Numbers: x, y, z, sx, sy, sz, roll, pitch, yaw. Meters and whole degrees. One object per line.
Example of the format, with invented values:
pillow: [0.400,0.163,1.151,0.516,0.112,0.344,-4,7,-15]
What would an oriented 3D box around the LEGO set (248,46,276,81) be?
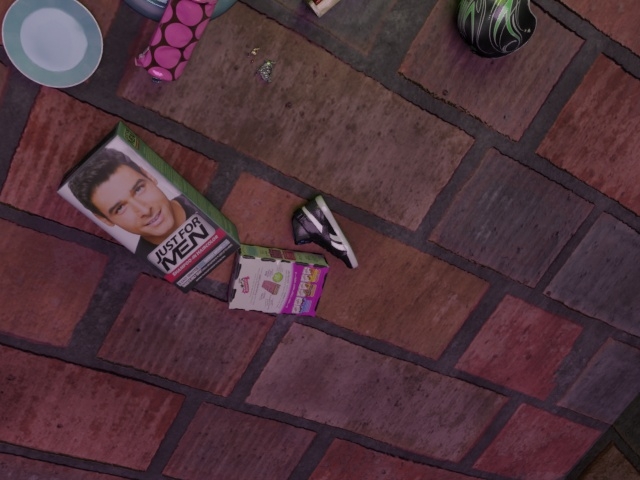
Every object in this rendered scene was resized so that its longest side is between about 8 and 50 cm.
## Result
LEGO set: [-0.127,-0.382,1.353,0.083,0.023,0.054,37,103,-28]

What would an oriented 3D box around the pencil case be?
pencil case: [-0.287,-0.416,1.219,0.098,0.095,0.209,14,131,-32]

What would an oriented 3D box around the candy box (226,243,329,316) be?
candy box: [-0.112,0.104,1.583,0.233,0.071,0.159,8,115,-19]

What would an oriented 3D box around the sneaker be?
sneaker: [0.000,0.000,1.561,0.121,0.079,0.217,-29,112,5]

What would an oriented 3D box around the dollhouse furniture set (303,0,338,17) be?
dollhouse furniture set: [0.028,-0.562,1.239,0.184,0.129,0.129,-39,119,7]

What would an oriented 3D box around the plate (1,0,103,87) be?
plate: [-0.536,-0.403,1.237,0.188,0.024,0.188,-6,118,-12]

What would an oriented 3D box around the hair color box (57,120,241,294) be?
hair color box: [-0.378,-0.066,1.402,0.185,0.113,0.374,-41,118,8]

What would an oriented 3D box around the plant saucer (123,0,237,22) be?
plant saucer: [-0.279,-0.582,1.201,0.317,0.044,0.317,-6,118,-12]

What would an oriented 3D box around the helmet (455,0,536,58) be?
helmet: [0.379,-0.500,1.344,0.169,0.169,0.161,-37,136,6]
